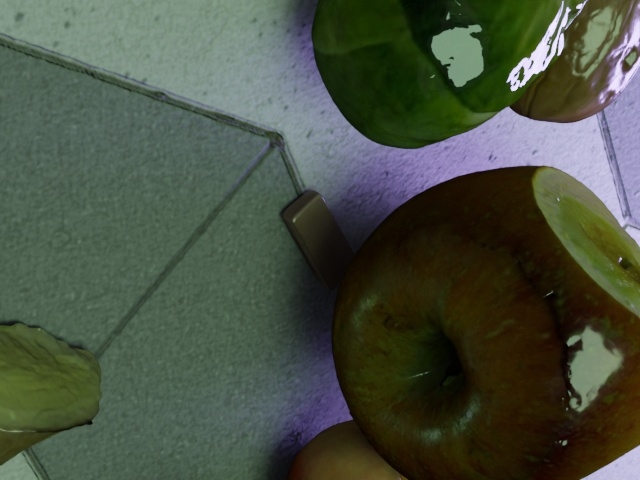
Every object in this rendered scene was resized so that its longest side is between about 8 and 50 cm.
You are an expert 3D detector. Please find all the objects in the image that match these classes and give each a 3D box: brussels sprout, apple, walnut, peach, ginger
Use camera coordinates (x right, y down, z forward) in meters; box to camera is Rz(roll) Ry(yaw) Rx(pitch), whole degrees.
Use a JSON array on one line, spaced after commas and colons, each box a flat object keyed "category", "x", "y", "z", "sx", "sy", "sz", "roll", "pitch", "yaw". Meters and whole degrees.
[{"category": "brussels sprout", "x": 0.125, "y": -0.218, "z": 1.725, "sx": 0.271, "sy": 0.210, "sz": 0.219, "roll": -26, "pitch": 91, "yaw": -17}, {"category": "apple", "x": 0.212, "y": 0.097, "z": 1.844, "sx": 0.374, "sy": 0.384, "sz": 0.374, "roll": -7, "pitch": 100, "yaw": -47}, {"category": "walnut", "x": 0.262, "y": -0.219, "z": 1.869, "sx": 0.167, "sy": 0.167, "sz": 0.207, "roll": 19, "pitch": 104, "yaw": -41}, {"category": "peach", "x": 0.046, "y": 0.281, "z": 1.965, "sx": 0.184, "sy": 0.184, "sz": 0.184, "roll": -17, "pitch": 122, "yaw": -29}, {"category": "ginger", "x": -0.294, "y": 0.162, "z": 1.710, "sx": 0.193, "sy": 0.115, "sz": 0.122, "roll": 3, "pitch": 133, "yaw": -46}]

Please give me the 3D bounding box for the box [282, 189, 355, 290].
[{"category": "box", "x": 0.000, "y": 0.000, "z": 1.878, "sx": 0.048, "sy": 0.025, "sz": 0.115, "roll": -44, "pitch": 132, "yaw": -16}]
